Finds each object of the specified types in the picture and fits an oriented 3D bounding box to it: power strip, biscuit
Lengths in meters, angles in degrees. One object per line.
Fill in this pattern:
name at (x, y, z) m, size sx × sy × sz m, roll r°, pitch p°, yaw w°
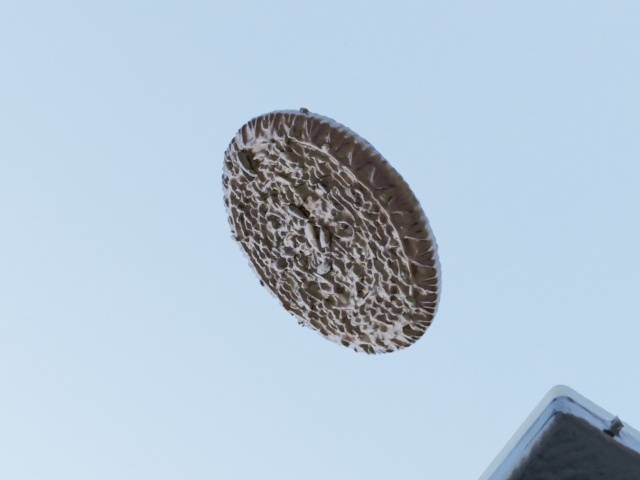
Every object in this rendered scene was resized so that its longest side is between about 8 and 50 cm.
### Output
power strip at (0.183, 0.244, 0.767) m, size 0.105 × 0.070 × 0.256 m, roll 32°, pitch -68°, yaw -1°
biscuit at (0.000, 0.000, 0.946) m, size 0.038 × 0.305 × 0.305 m, roll -38°, pitch -78°, yaw -36°
